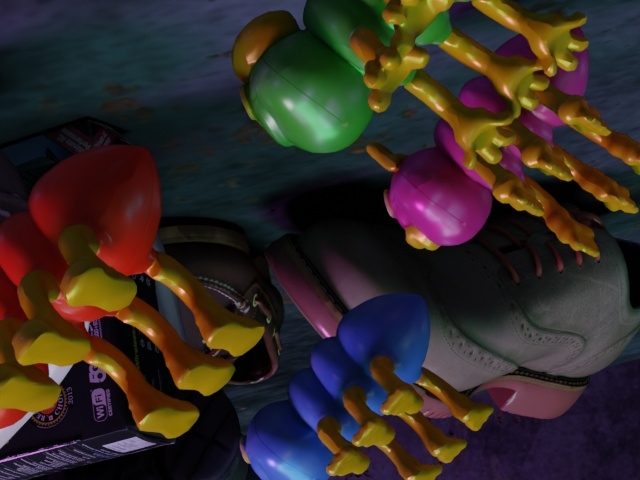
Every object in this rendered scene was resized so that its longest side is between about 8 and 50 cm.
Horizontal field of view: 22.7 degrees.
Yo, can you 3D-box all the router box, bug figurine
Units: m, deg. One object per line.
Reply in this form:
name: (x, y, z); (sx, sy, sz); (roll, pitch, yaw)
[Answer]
router box: (-0.109, 0.026, 0.593); (0.092, 0.122, 0.038); (-17, 159, 19)
bug figurine: (0.000, 0.000, 0.493); (0.216, 0.072, 0.279); (-48, 152, 7)

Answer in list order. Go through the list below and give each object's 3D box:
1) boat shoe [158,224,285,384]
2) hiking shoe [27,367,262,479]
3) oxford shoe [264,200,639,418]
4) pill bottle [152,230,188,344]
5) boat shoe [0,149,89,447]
boat shoe: (-0.060, 0.039, 0.858); (0.073, 0.073, 0.207); (-13, 168, 13)
hiking shoe: (-0.120, 0.139, 0.644); (0.227, 0.086, 0.114); (-21, 135, 10)
oxford shoe: (0.093, 0.017, 0.898); (0.130, 0.123, 0.348); (-44, 157, 18)
pill bottle: (-0.174, 0.061, 0.706); (0.222, 0.124, 0.124); (-12, 169, 1)
boat shoe: (-0.202, 0.076, 0.553); (0.305, 0.091, 0.109); (-42, 145, 20)
